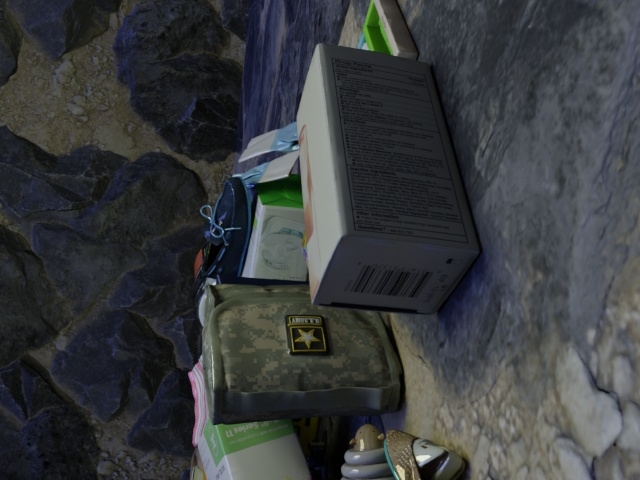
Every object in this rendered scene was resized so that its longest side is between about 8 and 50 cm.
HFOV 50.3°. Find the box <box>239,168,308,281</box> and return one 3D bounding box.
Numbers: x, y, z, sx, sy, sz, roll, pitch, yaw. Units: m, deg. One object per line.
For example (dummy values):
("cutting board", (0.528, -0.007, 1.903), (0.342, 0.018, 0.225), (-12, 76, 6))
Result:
("box", (-0.104, -0.008, 1.493), (0.262, 0.127, 0.231), (-118, 35, -66))

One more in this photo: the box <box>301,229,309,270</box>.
("box", (0.000, 0.000, 1.242), (0.179, 0.043, 0.105), (-114, 31, -59))

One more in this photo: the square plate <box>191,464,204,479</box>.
("square plate", (-0.164, 0.665, 1.319), (0.344, 0.049, 0.347), (-93, -19, -50))

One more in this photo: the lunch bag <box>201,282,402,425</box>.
("lunch bag", (-0.040, 0.154, 0.929), (0.287, 0.236, 0.168), (-146, 58, -74))

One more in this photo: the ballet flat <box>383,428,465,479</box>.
("ballet flat", (0.117, 0.241, 0.646), (0.067, 0.073, 0.206), (-51, 27, 16))

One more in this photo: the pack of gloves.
("pack of gloves", (-0.098, -0.170, 1.467), (0.232, 0.046, 0.195), (-12, 42, 43))

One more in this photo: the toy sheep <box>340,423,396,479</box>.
("toy sheep", (0.064, 0.279, 0.785), (0.091, 0.091, 0.132), (137, 123, -70))

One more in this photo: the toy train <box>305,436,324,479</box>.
("toy train", (-0.015, 0.416, 1.177), (0.036, 0.027, 0.158), (-141, 56, -70))

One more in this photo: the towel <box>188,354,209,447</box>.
("towel", (-0.196, 0.259, 1.159), (0.197, 0.029, 0.144), (121, 147, -54))

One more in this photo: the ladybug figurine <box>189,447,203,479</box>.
("ladybug figurine", (-0.253, 0.661, 1.787), (0.449, 0.162, 0.304), (152, 121, -74))

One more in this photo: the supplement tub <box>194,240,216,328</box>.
("supplement tub", (-0.230, 0.108, 1.805), (0.338, 0.207, 0.207), (-114, 32, -64))

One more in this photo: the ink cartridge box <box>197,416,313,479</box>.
("ink cartridge box", (-0.073, 0.432, 1.010), (0.207, 0.119, 0.353), (115, 138, -55))

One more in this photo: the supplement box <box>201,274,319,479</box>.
("supplement box", (-0.110, 0.263, 1.271), (0.195, 0.194, 0.356), (-136, 51, -73))

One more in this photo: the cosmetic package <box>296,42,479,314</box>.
("cosmetic package", (0.062, -0.075, 0.780), (0.129, 0.153, 0.296), (113, 159, -49))

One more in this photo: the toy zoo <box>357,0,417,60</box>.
("toy zoo", (0.071, -0.206, 1.045), (0.192, 0.030, 0.293), (-99, 19, -46))

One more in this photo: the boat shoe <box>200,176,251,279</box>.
("boat shoe", (-0.202, -0.012, 1.424), (0.109, 0.089, 0.258), (-126, 38, -50))
